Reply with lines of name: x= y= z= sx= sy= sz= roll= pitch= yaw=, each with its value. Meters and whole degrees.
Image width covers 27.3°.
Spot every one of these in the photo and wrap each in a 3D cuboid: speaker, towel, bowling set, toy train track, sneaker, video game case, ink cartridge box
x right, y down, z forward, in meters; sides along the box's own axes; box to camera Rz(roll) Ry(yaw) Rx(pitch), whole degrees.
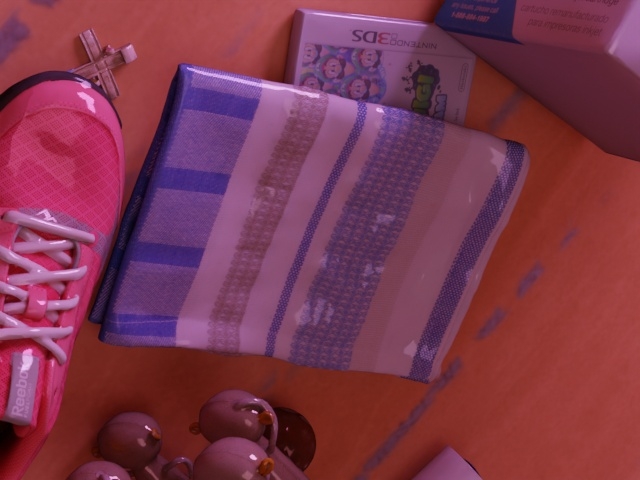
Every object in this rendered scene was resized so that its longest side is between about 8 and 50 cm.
speaker: x=0.072 y=0.227 z=1.043 sx=0.136 sy=0.055 sz=0.055 roll=-43 pitch=121 yaw=-7
towel: x=0.000 y=0.000 z=0.918 sx=0.285 sy=0.034 sz=0.209 roll=11 pitch=113 yaw=-29
bowling set: x=-0.093 y=0.161 z=0.900 sx=0.287 sy=0.200 sz=0.154 roll=-18 pitch=119 yaw=29
toy train track: x=-0.155 y=-0.103 z=0.838 sx=0.083 sy=0.014 sz=0.048 roll=-28 pitch=118 yaw=-14
sneaker: x=-0.183 y=0.054 z=0.810 sx=0.116 sy=0.136 sz=0.314 roll=16 pitch=101 yaw=-31
video game case: x=0.037 y=-0.079 z=0.936 sx=0.143 sy=0.019 sz=0.157 roll=1 pitch=108 yaw=-26
ink cartridge box: x=0.256 y=-0.203 z=0.884 sx=0.197 sy=0.198 sz=0.270 roll=31 pitch=88 yaw=-30
